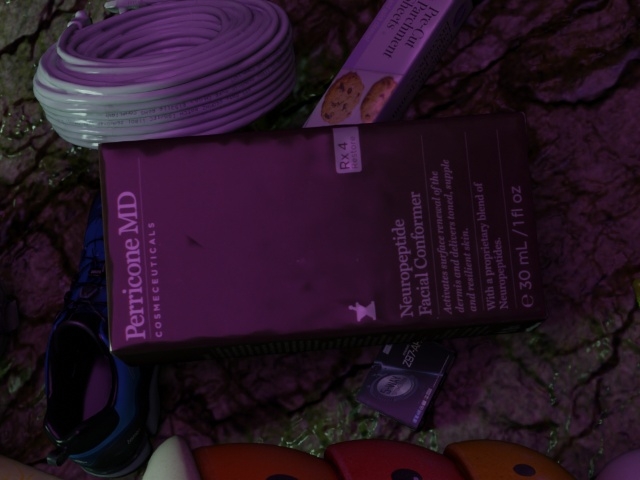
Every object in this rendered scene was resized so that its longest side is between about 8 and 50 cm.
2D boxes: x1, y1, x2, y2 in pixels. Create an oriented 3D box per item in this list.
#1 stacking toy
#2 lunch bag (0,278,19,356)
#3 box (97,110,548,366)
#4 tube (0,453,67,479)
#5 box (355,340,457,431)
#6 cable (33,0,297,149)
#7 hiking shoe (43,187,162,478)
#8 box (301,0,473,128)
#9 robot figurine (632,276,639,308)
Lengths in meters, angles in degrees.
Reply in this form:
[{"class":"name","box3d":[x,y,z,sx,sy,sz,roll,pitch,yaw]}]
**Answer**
[{"class":"stacking toy","box3d":[0.115,0.269,1.142,0.479,0.351,0.351,-17,69,-9]},{"class":"lunch bag","box3d":[-0.482,0.098,1.344,0.305,0.256,0.213,0,100,14]},{"class":"box","box3d":[0.000,0.000,1.242,0.381,0.143,0.191,-5,81,0]},{"class":"tube","box3d":[-0.319,0.242,1.354,0.240,0.062,0.070,21,91,19]},{"class":"box","box3d":[0.081,0.129,1.303,0.067,0.018,0.083,25,82,20]},{"class":"cable","box3d":[-0.151,-0.164,1.342,0.257,0.257,0.089,-1,118,19]},{"class":"hiking shoe","box3d":[-0.198,0.073,1.334,0.113,0.132,0.304,-3,73,14]},{"class":"box","box3d":[0.038,-0.127,1.368,0.067,0.063,0.324,32,84,19]},{"class":"robot figurine","box3d":[0.331,0.052,1.233,0.101,0.067,0.115,2,72,44]}]
